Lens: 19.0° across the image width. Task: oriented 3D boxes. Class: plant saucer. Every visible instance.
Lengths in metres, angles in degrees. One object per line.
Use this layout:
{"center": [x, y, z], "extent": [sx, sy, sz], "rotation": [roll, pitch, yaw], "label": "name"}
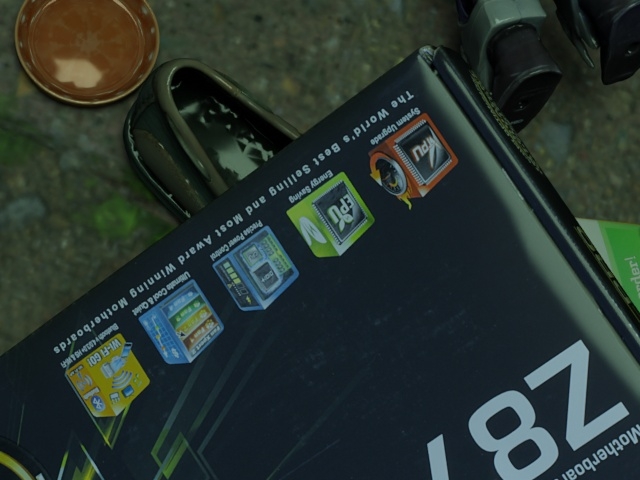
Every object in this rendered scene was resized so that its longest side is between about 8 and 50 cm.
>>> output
{"center": [-0.135, -0.116, 1.106], "extent": [0.083, 0.013, 0.083], "rotation": [3, 74, -9], "label": "plant saucer"}

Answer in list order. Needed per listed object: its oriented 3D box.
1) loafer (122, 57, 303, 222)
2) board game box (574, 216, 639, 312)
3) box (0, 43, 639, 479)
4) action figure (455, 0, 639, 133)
{"center": [0.000, 0.000, 1.059], "extent": [0.267, 0.084, 0.096], "rotation": [39, 71, 2], "label": "loafer"}
{"center": [0.139, 0.049, 1.057], "extent": [0.259, 0.039, 0.124], "rotation": [5, 76, -24], "label": "board game box"}
{"center": [-0.009, 0.146, 0.922], "extent": [0.395, 0.097, 0.318], "rotation": [-35, 83, 11], "label": "box"}
{"center": [0.086, -0.208, 1.134], "extent": [0.185, 0.099, 0.285], "rotation": [-21, 68, -9], "label": "action figure"}
